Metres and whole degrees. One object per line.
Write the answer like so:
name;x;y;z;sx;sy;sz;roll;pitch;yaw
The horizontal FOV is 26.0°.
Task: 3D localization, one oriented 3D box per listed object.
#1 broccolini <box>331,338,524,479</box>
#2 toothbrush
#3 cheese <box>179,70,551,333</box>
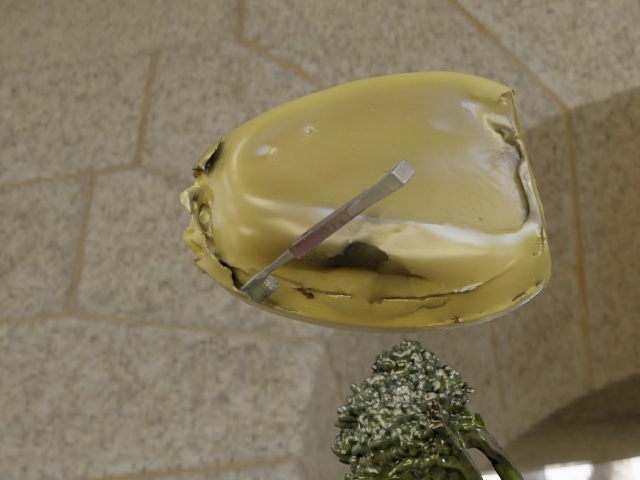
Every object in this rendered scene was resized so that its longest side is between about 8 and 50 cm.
broccolini;0.073;0.135;0.578;0.058;0.067;0.216;-40;-60;-14
toothbrush;-0.001;-0.002;0.818;0.017;0.014;0.194;44;-37;-4
cheese;0.035;-0.031;1.210;0.316;0.259;0.128;-6;-41;-7
